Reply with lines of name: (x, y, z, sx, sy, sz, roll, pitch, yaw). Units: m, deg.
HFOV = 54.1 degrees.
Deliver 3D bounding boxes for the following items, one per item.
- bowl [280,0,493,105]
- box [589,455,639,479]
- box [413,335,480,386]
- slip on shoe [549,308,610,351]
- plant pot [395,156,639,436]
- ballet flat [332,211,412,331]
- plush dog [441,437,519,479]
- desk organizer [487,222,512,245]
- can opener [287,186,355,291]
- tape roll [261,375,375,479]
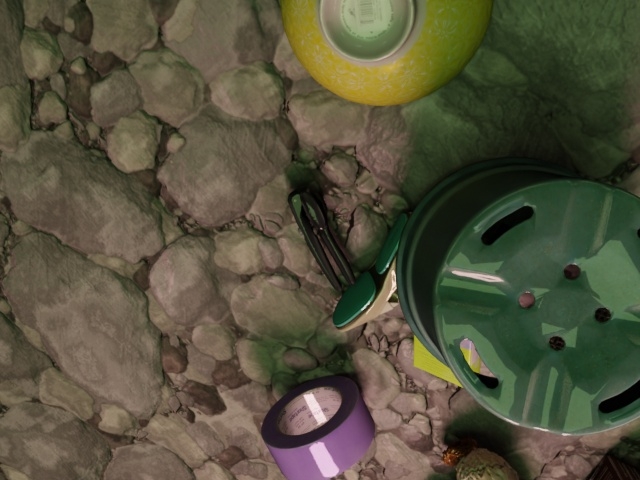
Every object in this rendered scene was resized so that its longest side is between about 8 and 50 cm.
bowl: (0.071, -0.299, 0.798, 0.289, 0.156, 0.289, 6, 116, 12)
box: (0.549, 0.504, 1.040, 0.203, 0.167, 0.168, 25, 104, 2)
box: (0.206, 0.147, 1.020, 0.109, 0.042, 0.178, 19, 127, 34)
slip on shoe: (0.486, 0.139, 0.940, 0.331, 0.123, 0.101, -28, 137, 21)
plant pot: (0.259, 0.058, 0.761, 0.341, 0.334, 0.341, 0, 94, 7)
ballet flat: (0.111, 0.065, 1.017, 0.086, 0.086, 0.248, 32, 119, -2)
plush dog: (0.309, 0.469, 1.101, 0.210, 0.262, 0.225, -27, 120, -9)
desk organizer: (0.272, 0.041, 0.975, 0.050, 0.047, 0.130, 28, 119, 3)
can opener: (0.000, 0.000, 1.010, 0.059, 0.073, 0.186, -18, 106, 16)
tape roll: (-0.004, 0.330, 1.112, 0.189, 0.189, 0.080, -17, 110, 22)
